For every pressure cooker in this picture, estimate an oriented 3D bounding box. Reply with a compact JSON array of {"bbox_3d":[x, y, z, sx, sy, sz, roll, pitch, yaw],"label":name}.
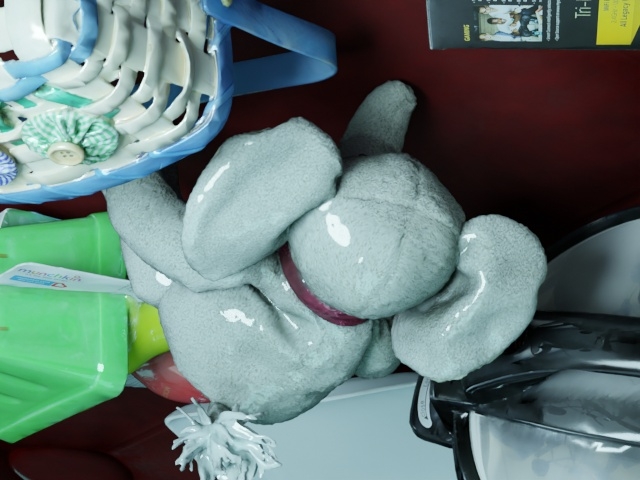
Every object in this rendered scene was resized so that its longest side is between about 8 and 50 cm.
[{"bbox_3d":[0.293,0.173,1.402,0.370,0.375,0.420,-30,145,0],"label":"pressure cooker"}]

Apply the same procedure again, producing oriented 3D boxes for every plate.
[{"bbox_3d":[0.035,0.201,1.692,0.278,0.045,0.277,-9,143,24],"label":"plate"}]

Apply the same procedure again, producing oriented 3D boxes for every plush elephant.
[{"bbox_3d":[0.000,0.000,1.266,0.272,0.330,0.255,32,123,-27],"label":"plush elephant"}]

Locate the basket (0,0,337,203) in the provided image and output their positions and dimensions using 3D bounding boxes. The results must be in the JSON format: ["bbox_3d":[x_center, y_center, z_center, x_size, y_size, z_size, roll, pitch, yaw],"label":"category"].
[{"bbox_3d":[-0.160,-0.124,1.125,0.255,0.201,0.289,-11,170,28],"label":"basket"}]

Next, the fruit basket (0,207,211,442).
[{"bbox_3d":[-0.167,0.073,1.550,0.353,0.165,0.327,1,163,-34],"label":"fruit basket"}]

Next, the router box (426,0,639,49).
[{"bbox_3d":[0.176,-0.225,0.993,0.243,0.081,0.309,1,150,6],"label":"router box"}]
